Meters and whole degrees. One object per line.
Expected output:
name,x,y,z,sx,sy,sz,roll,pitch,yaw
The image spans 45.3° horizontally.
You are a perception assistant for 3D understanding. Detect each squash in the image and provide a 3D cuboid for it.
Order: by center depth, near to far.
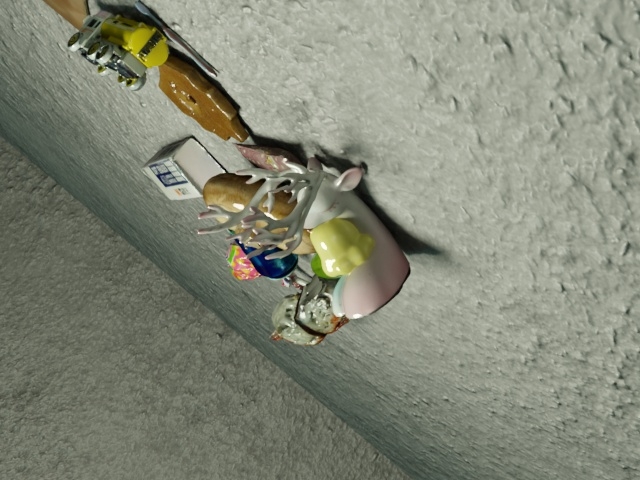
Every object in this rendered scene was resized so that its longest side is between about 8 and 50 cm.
squash,0.044,0.033,1.564,0.082,0.082,0.292,43,166,-5

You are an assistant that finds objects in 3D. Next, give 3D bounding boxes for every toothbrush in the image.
toothbrush,-0.256,-0.356,1.361,0.193,0.013,0.019,42,169,-2

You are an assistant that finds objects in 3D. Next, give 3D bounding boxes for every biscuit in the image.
biscuit,-0.222,-0.266,1.477,0.215,0.034,0.182,39,164,0

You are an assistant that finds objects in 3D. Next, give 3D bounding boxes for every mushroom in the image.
mushroom,-0.107,-0.053,1.540,0.278,0.146,0.278,23,167,6

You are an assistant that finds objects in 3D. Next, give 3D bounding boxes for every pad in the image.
pad,-0.579,-0.558,1.543,0.286,0.018,0.284,41,163,0

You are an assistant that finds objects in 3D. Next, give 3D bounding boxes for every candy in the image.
candy,-0.083,0.093,1.987,0.366,0.124,0.124,25,158,20

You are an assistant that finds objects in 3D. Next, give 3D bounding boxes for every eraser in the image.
eraser,-0.338,-0.169,1.869,0.130,0.086,0.287,49,161,-19

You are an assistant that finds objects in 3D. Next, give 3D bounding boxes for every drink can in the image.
drink can,-0.130,0.000,1.789,0.118,0.118,0.204,27,157,38

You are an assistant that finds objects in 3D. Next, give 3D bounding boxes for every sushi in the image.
sushi,-0.016,0.167,1.861,0.130,0.124,0.332,32,143,-12

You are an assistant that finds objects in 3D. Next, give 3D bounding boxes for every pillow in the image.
pillow,-0.085,-0.148,1.457,0.185,0.043,0.118,22,168,48

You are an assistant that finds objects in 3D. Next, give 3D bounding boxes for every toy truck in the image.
toy truck,-0.373,-0.361,1.430,0.227,0.114,0.098,30,171,46

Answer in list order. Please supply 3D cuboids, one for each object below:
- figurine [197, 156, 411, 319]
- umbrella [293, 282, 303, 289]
figurine,-0.011,-0.010,1.292,0.315,0.284,0.206,57,158,-11
umbrella,-0.111,0.086,2.114,0.165,0.025,0.027,38,145,2
